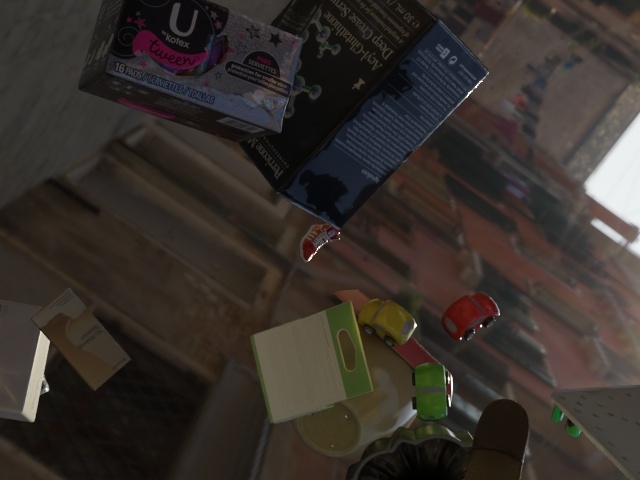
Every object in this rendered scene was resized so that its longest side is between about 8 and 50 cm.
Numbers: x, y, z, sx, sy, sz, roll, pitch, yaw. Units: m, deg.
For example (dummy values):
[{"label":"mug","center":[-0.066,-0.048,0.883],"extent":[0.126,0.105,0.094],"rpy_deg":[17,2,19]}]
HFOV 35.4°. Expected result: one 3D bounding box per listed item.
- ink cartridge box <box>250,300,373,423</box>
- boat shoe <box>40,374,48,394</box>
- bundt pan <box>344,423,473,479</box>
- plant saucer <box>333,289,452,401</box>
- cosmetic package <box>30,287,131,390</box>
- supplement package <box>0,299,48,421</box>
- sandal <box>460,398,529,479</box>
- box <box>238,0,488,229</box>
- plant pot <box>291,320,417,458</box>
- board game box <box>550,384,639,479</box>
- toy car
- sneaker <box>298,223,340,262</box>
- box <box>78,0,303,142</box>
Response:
[{"label":"ink cartridge box","center":[-0.008,0.222,1.821],"extent":[0.235,0.171,0.056],"rpy_deg":[-22,164,29]},{"label":"boat shoe","center":[-0.771,0.308,2.144],"extent":[0.367,0.156,0.136],"rpy_deg":[-19,-179,14]},{"label":"bundt pan","center":[0.182,0.454,1.701],"extent":[0.331,0.331,0.124],"rpy_deg":[-54,-172,12]},{"label":"plant saucer","center":[0.162,0.208,2.125],"extent":[0.048,0.258,0.259],"rpy_deg":[-47,-160,-3]},{"label":"cosmetic package","center":[-0.286,0.118,1.198],"extent":[0.060,0.115,0.041],"rpy_deg":[-43,-171,-15]},{"label":"supplement package","center":[-0.566,0.204,1.704],"extent":[0.293,0.177,0.175],"rpy_deg":[135,-36,-72]},{"label":"sandal","center":[0.191,0.307,1.171],"extent":[0.240,0.088,0.079],"rpy_deg":[-67,158,-13]},{"label":"box","center":[0.040,-0.277,1.794],"extent":[0.395,0.293,0.212],"rpy_deg":[-47,143,12]},{"label":"plant pot","center":[0.046,0.328,2.014],"extent":[0.284,0.284,0.191],"rpy_deg":[-53,177,28]},{"label":"board game box","center":[0.628,0.357,1.623],"extent":[0.390,0.389,0.050],"rpy_deg":[-130,-135,-58]},{"label":"toy car","center":[0.180,0.183,1.641],"extent":[0.053,0.239,0.225],"rpy_deg":[78,11,-57]},{"label":"sneaker","center":[0.000,0.000,2.104],"extent":[0.067,0.042,0.118],"rpy_deg":[-11,-149,28]},{"label":"box","center":[-0.174,-0.240,1.345],"extent":[0.163,0.247,0.142],"rpy_deg":[0,-105,64]}]
